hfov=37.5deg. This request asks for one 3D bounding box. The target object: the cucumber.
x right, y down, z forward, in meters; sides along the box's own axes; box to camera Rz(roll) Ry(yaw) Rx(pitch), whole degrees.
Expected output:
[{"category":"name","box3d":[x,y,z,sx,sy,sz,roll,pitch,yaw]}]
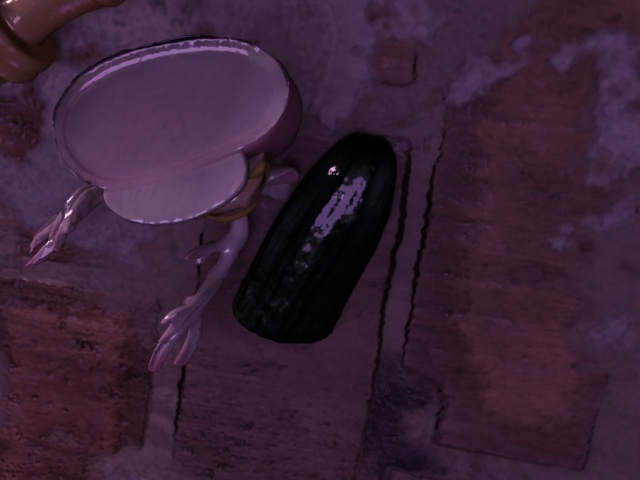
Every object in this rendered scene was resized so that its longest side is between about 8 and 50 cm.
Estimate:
[{"category":"cucumber","box3d":[0.000,0.000,0.969,0.115,0.063,0.244,24,110,-2]}]

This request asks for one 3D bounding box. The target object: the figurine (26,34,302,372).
[{"category":"figurine","box3d":[-0.148,-0.045,0.875,0.206,0.316,0.284,41,86,10]}]

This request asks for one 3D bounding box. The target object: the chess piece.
[{"category":"chess piece","box3d":[-0.309,-0.201,0.911,0.397,0.117,0.117,-30,104,19]}]
